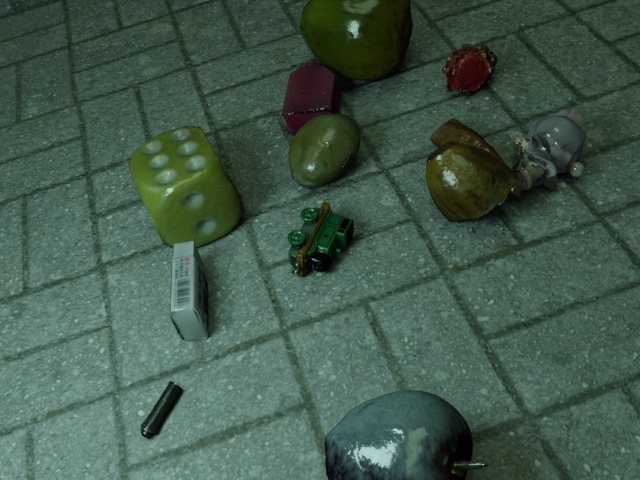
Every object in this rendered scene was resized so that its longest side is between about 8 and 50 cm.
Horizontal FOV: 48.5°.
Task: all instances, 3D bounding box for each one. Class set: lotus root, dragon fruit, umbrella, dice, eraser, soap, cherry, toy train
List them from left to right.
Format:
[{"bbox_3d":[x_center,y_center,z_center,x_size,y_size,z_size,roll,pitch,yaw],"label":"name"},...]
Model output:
[{"bbox_3d":[-0.344,0.366,1.536,0.036,0.031,0.133,13,54,25],"label":"umbrella"},{"bbox_3d":[-0.350,-0.136,1.851,0.227,0.233,0.238,-25,48,-9],"label":"dice"},{"bbox_3d":[-0.310,0.118,1.687,0.068,0.124,0.210,-11,47,3],"label":"eraser"},{"bbox_3d":[-0.025,-0.430,2.138,0.162,0.099,0.250,-8,47,15],"label":"soap"},{"bbox_3d":[0.000,0.000,1.749,0.136,0.091,0.227,16,53,12],"label":"toy train"},{"bbox_3d":[0.152,0.393,1.274,0.296,0.218,0.255,4,56,23],"label":"cherry"},{"bbox_3d":[0.351,-0.166,1.717,0.199,0.180,0.188,-49,14,-27],"label":"lotus root"},{"bbox_3d":[0.448,-0.510,2.085,0.150,0.133,0.208,28,49,36],"label":"dragon fruit"}]

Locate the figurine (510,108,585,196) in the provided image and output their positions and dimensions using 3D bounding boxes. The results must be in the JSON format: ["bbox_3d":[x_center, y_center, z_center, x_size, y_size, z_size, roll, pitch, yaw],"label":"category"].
[{"bbox_3d":[0.564,-0.217,1.786,0.200,0.133,0.276,30,62,29],"label":"figurine"}]

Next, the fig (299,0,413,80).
[{"bbox_3d":[0.110,-0.656,2.150,0.343,0.343,0.343,-6,48,7],"label":"fig"}]

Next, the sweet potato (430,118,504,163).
[{"bbox_3d":[0.386,-0.248,1.879,0.097,0.097,0.252,-32,45,-16],"label":"sweet potato"}]

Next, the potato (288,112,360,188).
[{"bbox_3d":[0.008,-0.246,1.926,0.178,0.160,0.235,-8,49,61],"label":"potato"}]
